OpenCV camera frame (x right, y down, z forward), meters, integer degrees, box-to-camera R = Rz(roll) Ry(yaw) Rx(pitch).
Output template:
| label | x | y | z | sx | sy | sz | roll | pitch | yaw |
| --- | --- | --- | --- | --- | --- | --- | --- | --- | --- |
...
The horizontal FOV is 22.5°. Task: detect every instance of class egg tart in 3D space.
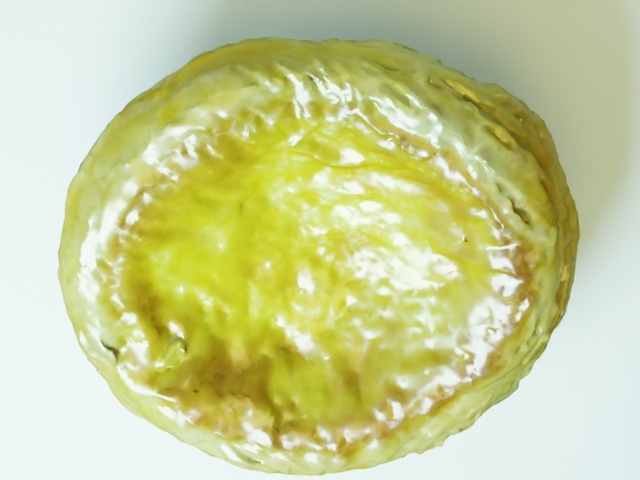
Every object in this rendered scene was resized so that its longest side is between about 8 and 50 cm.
| label | x | y | z | sx | sy | sz | roll | pitch | yaw |
| --- | --- | --- | --- | --- | --- | --- | --- | --- | --- |
| egg tart | 0.000 | 0.000 | 0.985 | 0.319 | 0.128 | 0.319 | 1 | 120 | 2 |
